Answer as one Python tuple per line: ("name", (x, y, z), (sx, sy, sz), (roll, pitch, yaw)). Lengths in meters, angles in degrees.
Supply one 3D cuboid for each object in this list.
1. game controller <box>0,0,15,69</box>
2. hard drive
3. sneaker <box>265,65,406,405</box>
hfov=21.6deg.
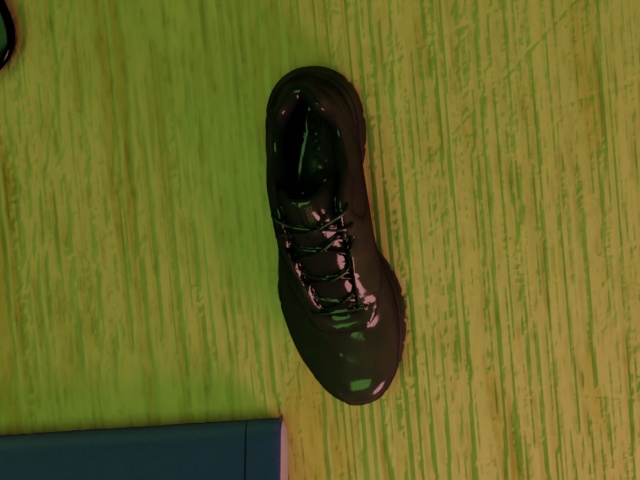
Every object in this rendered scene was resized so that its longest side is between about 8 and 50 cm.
("game controller", (-0.424, -0.159, 1.467), (0.319, 0.067, 0.166), (-29, 90, 11))
("hard drive", (-0.187, 0.264, 1.434), (0.318, 0.040, 0.210), (-5, 65, 9))
("sneaker", (0.000, 0.000, 1.383), (0.109, 0.130, 0.286), (-13, 94, 8))
